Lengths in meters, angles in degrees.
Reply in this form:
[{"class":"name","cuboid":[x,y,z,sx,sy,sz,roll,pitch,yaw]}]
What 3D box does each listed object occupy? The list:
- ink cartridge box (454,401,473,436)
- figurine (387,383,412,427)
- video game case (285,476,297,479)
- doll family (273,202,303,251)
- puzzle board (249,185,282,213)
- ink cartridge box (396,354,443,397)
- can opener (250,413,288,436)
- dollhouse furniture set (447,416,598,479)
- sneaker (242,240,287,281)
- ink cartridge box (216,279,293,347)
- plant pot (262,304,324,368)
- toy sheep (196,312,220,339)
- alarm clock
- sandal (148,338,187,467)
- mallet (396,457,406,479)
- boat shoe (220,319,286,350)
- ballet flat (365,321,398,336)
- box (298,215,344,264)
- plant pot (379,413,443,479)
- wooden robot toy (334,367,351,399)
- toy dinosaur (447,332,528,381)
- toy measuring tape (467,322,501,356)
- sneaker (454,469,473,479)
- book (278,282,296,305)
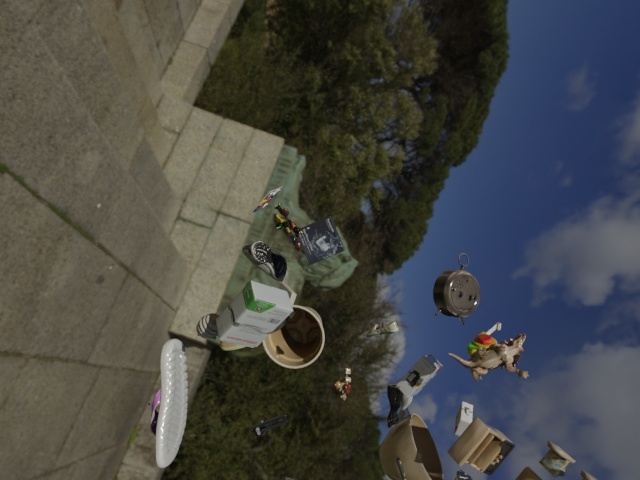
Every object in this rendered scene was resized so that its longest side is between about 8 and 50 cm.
[{"class":"ink cartridge box","cuboid":[0.683,0.853,2.189,0.135,0.056,0.099,-45,151,-62]},{"class":"figurine","cuboid":[0.419,0.867,2.425,0.215,0.092,0.209,15,82,-53]},{"class":"video game case","cuboid":[-0.105,0.975,1.683,0.190,0.022,0.173,-35,-142,58]},{"class":"doll family","cuboid":[-0.113,-0.044,1.643,0.076,0.193,0.111,-44,-154,-8]},{"class":"puzzle board","cuboid":[-0.171,-0.130,1.471,0.096,0.011,0.128,-43,-178,19]},{"class":"ink cartridge box","cuboid":[0.415,0.566,1.920,0.175,0.072,0.127,-52,151,13]},{"class":"can opener","cuboid":[-0.239,0.858,2.145,0.186,0.059,0.073,-28,-179,5]},{"class":"dollhouse furniture set","cuboid":[0.682,0.836,1.584,0.362,0.256,0.394,-52,-143,3]},{"class":"sneaker","cuboid":[-0.243,0.093,2.057,0.271,0.108,0.100,49,52,-41]},{"class":"ink cartridge box","cuboid":[-0.213,0.238,1.459,0.208,0.153,0.087,-46,-137,23]},{"class":"plant pot","cuboid":[-0.120,0.498,2.533,0.305,0.333,0.334,-6,116,-81]},{"class":"toy sheep","cuboid":[-0.376,0.294,1.564,0.132,0.091,0.091,-41,-168,24]},{"class":"alarm clock","cuboid":[0.380,0.126,1.258,0.064,0.129,0.192,-15,-122,63]},{"class":"sandal","cuboid":[-0.537,0.555,1.592,0.169,0.102,0.416,56,32,-68]},{"class":"mallet","cuboid":[0.308,0.867,1.676,0.062,0.039,0.190,-37,114,-68]},{"class":"boat shoe","cuboid":[-0.284,0.353,1.871,0.104,0.285,0.089,52,-15,58]},{"class":"ballet flat","cuboid":[0.258,0.372,1.935,0.168,0.057,0.052,-19,-104,41]},{"class":"box","cuboid":[0.000,0.000,1.902,0.093,0.158,0.156,20,48,-86]},{"class":"plant pot","cuboid":[0.359,0.895,1.912,0.191,0.284,0.284,-28,-165,18]},{"class":"wooden robot toy","cuboid":[0.115,0.775,2.474,0.076,0.079,0.173,-159,-99,-70]},{"class":"toy dinosaur","cuboid":[0.607,0.421,1.640,0.200,0.295,0.127,33,47,-79]},{"class":"toy measuring tape","cuboid":[0.832,0.491,2.231,0.330,0.121,0.121,-21,143,-39]},{"class":"sneaker","cuboid":[0.633,1.093,2.055,0.094,0.081,0.208,-57,150,-9]},{"class":"book","cuboid":[-0.147,0.246,1.929,0.144,0.035,0.096,29,-78,63]}]
